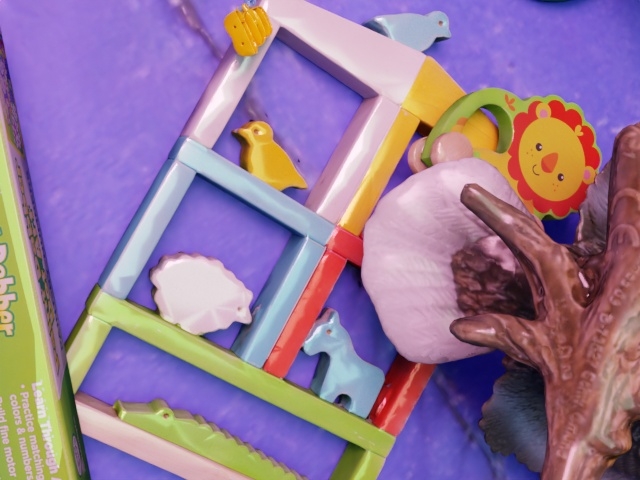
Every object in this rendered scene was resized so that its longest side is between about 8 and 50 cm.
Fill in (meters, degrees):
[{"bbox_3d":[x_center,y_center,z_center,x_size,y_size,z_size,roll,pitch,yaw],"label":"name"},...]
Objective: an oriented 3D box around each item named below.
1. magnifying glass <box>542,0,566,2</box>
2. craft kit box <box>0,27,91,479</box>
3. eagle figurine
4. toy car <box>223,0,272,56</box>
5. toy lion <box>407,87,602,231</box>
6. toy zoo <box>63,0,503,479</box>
[{"bbox_3d":[0.083,-0.202,0.486,0.231,0.026,0.092,10,91,-19],"label":"magnifying glass"},{"bbox_3d":[-0.242,0.041,0.362,0.246,0.061,0.250,-9,98,-8],"label":"craft kit box"},{"bbox_3d":[0.184,0.061,0.425,0.298,0.226,0.225,15,57,-54],"label":"eagle figurine"},{"bbox_3d":[-0.078,-0.135,0.425,0.122,0.060,0.040,51,35,-10],"label":"toy car"},{"bbox_3d":[0.112,-0.047,0.476,0.100,0.034,0.096,44,73,-17],"label":"toy lion"},{"bbox_3d":[0.000,0.000,0.471,0.192,0.030,0.293,31,85,-19],"label":"toy zoo"}]
